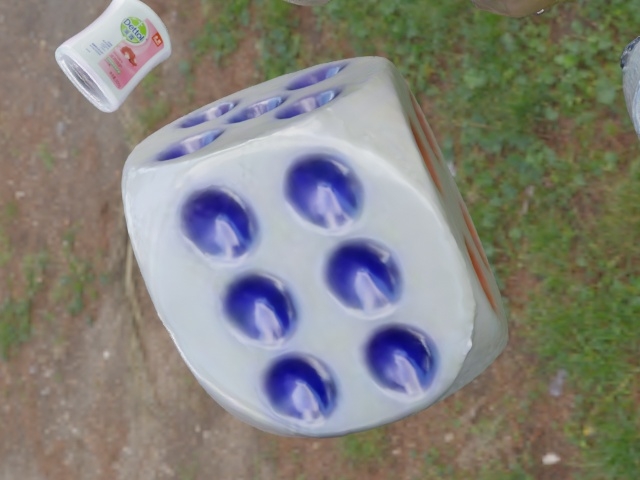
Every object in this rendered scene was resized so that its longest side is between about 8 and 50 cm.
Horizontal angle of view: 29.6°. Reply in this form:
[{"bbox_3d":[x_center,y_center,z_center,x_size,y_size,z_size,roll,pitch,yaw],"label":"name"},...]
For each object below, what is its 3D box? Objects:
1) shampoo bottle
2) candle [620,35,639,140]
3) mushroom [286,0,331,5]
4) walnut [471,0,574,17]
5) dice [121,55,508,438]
[{"bbox_3d":[-0.176,-0.169,1.067,0.099,0.072,0.043,-50,20,-29],"label":"shampoo bottle"},{"bbox_3d":[0.335,-0.091,0.979,0.068,0.192,0.168,-79,-6,-61],"label":"candle"},{"bbox_3d":[-0.030,-0.286,1.078,0.128,0.350,0.128,-3,84,27],"label":"mushroom"},{"bbox_3d":[0.104,-0.281,0.793,0.204,0.141,0.238,-54,51,18],"label":"walnut"},{"bbox_3d":[0.000,0.000,1.017,0.251,0.243,0.259,-77,-35,-71],"label":"dice"}]
